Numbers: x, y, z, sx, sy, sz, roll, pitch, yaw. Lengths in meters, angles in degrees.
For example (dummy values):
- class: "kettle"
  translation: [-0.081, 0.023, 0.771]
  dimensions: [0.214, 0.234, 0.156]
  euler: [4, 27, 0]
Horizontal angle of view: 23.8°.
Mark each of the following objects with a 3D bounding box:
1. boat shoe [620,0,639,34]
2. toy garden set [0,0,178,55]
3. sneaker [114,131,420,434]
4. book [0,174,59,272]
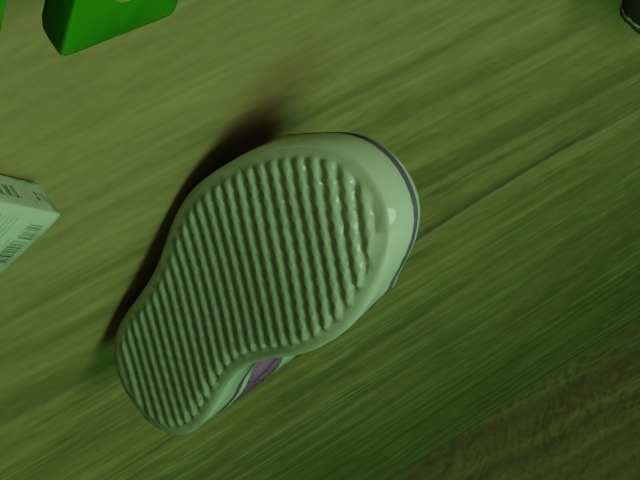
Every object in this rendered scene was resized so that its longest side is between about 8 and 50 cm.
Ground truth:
- class: "boat shoe"
  translation: [0.238, -0.143, 0.916]
  dimensions: [0.227, 0.081, 0.069]
  euler: [-22, 156, -50]
- class: "toy garden set"
  translation: [-0.128, -0.088, 0.354]
  dimensions: [0.244, 0.049, 0.204]
  euler: [-27, 164, -28]
- class: "sneaker"
  translation: [-0.001, -0.001, 0.819]
  dimensions: [0.161, 0.102, 0.282]
  euler: [-29, 175, -35]
- class: "book"
  translation: [-0.170, 0.008, 0.582]
  dimensions: [0.096, 0.035, 0.144]
  euler: [-42, 165, 10]
